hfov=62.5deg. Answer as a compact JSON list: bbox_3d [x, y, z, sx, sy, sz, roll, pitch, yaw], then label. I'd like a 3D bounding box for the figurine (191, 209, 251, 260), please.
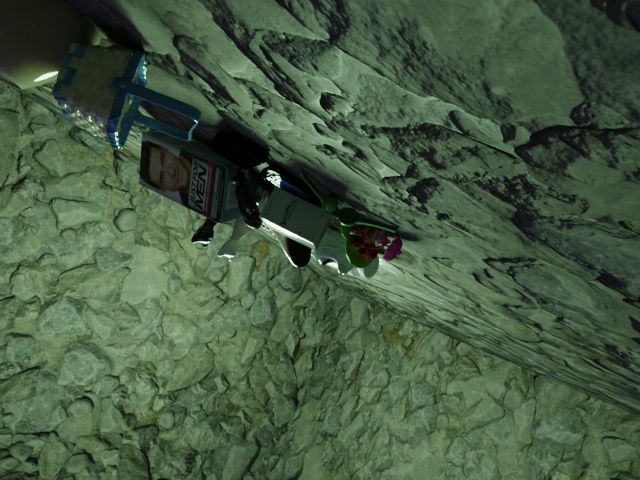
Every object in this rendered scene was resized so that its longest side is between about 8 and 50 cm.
[{"bbox_3d":[-0.335,-0.047,1.872,0.092,0.210,0.215,21,170,43],"label":"figurine"}]

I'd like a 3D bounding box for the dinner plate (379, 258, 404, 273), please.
[{"bbox_3d":[0.264,0.104,2.075,0.141,0.017,0.141,28,174,3],"label":"dinner plate"}]

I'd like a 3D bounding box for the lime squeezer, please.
[{"bbox_3d":[0.054,-0.087,1.438,0.310,0.059,0.110,31,172,-13],"label":"lime squeezer"}]

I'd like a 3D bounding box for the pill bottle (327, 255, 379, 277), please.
[{"bbox_3d":[0.108,0.062,1.960,0.216,0.121,0.121,22,170,39],"label":"pill bottle"}]

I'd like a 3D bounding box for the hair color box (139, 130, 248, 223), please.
[{"bbox_3d":[-0.413,-0.212,1.696,0.374,0.186,0.113,25,-153,26],"label":"hair color box"}]

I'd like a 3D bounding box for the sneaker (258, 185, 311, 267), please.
[{"bbox_3d":[-0.120,-0.034,1.703,0.145,0.090,0.270,-25,84,57],"label":"sneaker"}]

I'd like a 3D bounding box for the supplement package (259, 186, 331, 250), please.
[{"bbox_3d":[-0.071,-0.063,1.536,0.179,0.105,0.105,26,171,8],"label":"supplement package"}]

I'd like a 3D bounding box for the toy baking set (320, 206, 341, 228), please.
[{"bbox_3d":[0.070,-0.052,1.715,0.256,0.030,0.196,31,-179,35],"label":"toy baking set"}]

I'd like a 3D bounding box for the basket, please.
[{"bbox_3d":[-0.412,-0.302,1.159,0.288,0.201,0.254,23,170,-18],"label":"basket"}]

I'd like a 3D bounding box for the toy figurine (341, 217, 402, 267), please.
[{"bbox_3d":[0.163,0.001,1.545,0.159,0.130,0.173,-2,126,49],"label":"toy figurine"}]

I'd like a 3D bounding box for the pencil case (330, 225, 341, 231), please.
[{"bbox_3d":[-0.039,-0.044,1.833,0.236,0.105,0.104,31,173,9],"label":"pencil case"}]

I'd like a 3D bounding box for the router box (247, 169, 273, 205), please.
[{"bbox_3d":[-0.262,-0.176,1.863,0.242,0.081,0.309,24,171,31],"label":"router box"}]

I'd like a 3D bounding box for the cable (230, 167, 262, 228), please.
[{"bbox_3d":[-0.218,-0.119,1.555,0.151,0.047,0.185,-111,1,-65],"label":"cable"}]

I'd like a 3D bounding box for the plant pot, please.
[{"bbox_3d":[-0.654,-0.442,1.137,0.284,0.191,0.284,28,173,4],"label":"plant pot"}]

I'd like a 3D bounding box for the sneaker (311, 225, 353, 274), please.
[{"bbox_3d":[0.000,0.000,1.701,0.297,0.129,0.111,32,-177,28],"label":"sneaker"}]

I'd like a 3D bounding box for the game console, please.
[{"bbox_3d":[-0.138,-0.192,1.480,0.361,0.044,0.213,31,172,-19],"label":"game console"}]
